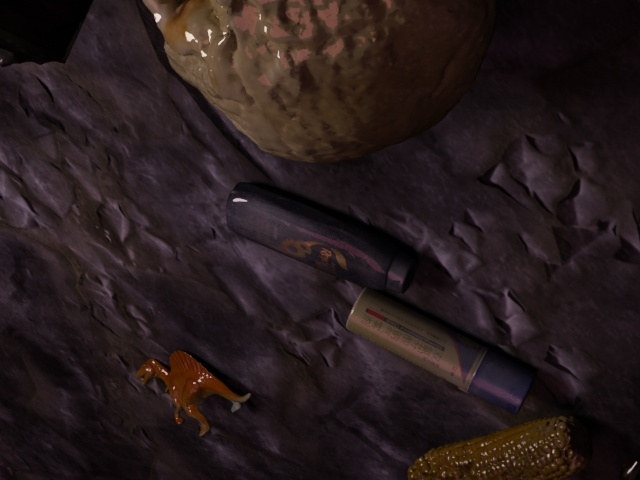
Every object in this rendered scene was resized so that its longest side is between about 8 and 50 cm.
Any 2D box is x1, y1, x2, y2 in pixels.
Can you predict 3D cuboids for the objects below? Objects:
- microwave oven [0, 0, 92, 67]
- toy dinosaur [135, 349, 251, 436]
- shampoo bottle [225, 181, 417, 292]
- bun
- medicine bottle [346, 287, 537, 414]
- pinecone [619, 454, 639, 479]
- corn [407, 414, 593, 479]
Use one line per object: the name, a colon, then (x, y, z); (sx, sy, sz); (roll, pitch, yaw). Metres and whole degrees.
microwave oven: (-0.374, -0.310, 1.246); (0.286, 0.218, 0.355); (26, -178, 12)
toy dinosaur: (-0.180, 0.207, 2.006); (0.212, 0.057, 0.142); (-38, 85, 42)
shampoo bottle: (0.000, 0.000, 1.600); (0.234, 0.049, 0.087); (23, 146, 16)
bun: (-0.030, -0.226, 1.153); (0.349, 0.227, 0.352); (31, 141, 37)
medicine bottle: (0.144, 0.133, 1.633); (0.231, 0.059, 0.059); (26, 144, 11)
pinecone: (0.448, 0.367, 1.407); (0.398, 0.397, 0.397); (22, 143, 17)
corn: (0.224, 0.287, 1.726); (0.097, 0.097, 0.320); (43, 143, -13)
